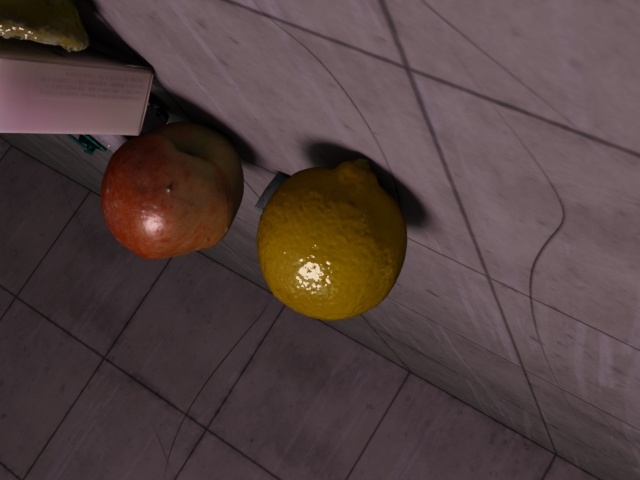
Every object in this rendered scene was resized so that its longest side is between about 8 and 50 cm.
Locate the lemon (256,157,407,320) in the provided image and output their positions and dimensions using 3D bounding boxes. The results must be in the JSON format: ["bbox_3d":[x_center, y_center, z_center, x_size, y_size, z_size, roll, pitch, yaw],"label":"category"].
[{"bbox_3d":[0.013,0.001,1.033,0.187,0.187,0.244,31,138,9],"label":"lemon"}]

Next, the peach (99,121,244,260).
[{"bbox_3d":[-0.218,-0.058,1.245,0.232,0.232,0.232,31,170,6],"label":"peach"}]

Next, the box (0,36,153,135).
[{"bbox_3d":[-0.381,-0.215,1.106,0.203,0.106,0.251,27,-161,29],"label":"box"}]

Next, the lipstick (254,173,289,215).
[{"bbox_3d":[0.000,0.000,1.342,0.076,0.077,0.290,25,166,39],"label":"lipstick"}]

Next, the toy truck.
[{"bbox_3d":[-0.344,-0.194,1.345,0.216,0.116,0.110,21,165,47],"label":"toy truck"}]

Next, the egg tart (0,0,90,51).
[{"bbox_3d":[-0.359,-0.281,1.008,0.197,0.078,0.197,22,-168,-5],"label":"egg tart"}]
